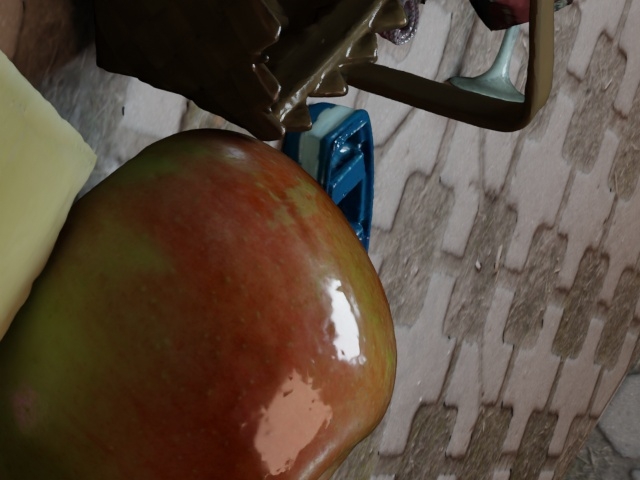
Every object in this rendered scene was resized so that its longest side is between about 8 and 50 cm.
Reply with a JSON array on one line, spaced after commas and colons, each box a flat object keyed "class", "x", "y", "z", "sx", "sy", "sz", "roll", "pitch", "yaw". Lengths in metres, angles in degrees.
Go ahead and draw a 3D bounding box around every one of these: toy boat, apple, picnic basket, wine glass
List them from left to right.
[{"class": "apple", "x": -0.094, "y": 0.087, "z": 1.373, "sx": 0.319, "sy": 0.277, "sz": 0.319, "roll": -41, "pitch": -178, "yaw": 2}, {"class": "toy boat", "x": 0.000, "y": 0.000, "z": 1.865, "sx": 0.096, "sy": 0.062, "sz": 0.299, "roll": -45, "pitch": 149, "yaw": -44}, {"class": "picnic basket", "x": 0.017, "y": -0.219, "z": 1.364, "sx": 0.291, "sy": 0.321, "sz": 0.254, "roll": -50, "pitch": 149, "yaw": -41}, {"class": "wine glass", "x": 0.207, "y": -0.286, "z": 1.975, "sx": 0.264, "sy": 0.096, "sz": 0.309, "roll": -33, "pitch": 141, "yaw": -72}]

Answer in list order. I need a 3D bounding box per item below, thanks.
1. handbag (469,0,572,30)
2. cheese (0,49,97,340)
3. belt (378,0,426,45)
[{"class": "handbag", "x": 0.206, "y": -0.300, "z": 1.788, "sx": 0.181, "sy": 0.181, "sz": 0.254, "roll": -25, "pitch": 171, "yaw": 5}, {"class": "cheese", "x": -0.274, "y": 0.003, "z": 1.160, "sx": 0.265, "sy": 0.124, "sz": 0.242, "roll": -61, "pitch": 154, "yaw": -12}, {"class": "belt", "x": 0.067, "y": -0.279, "z": 1.762, "sx": 0.071, "sy": 0.053, "sz": 0.232, "roll": -57, "pitch": 156, "yaw": -31}]
